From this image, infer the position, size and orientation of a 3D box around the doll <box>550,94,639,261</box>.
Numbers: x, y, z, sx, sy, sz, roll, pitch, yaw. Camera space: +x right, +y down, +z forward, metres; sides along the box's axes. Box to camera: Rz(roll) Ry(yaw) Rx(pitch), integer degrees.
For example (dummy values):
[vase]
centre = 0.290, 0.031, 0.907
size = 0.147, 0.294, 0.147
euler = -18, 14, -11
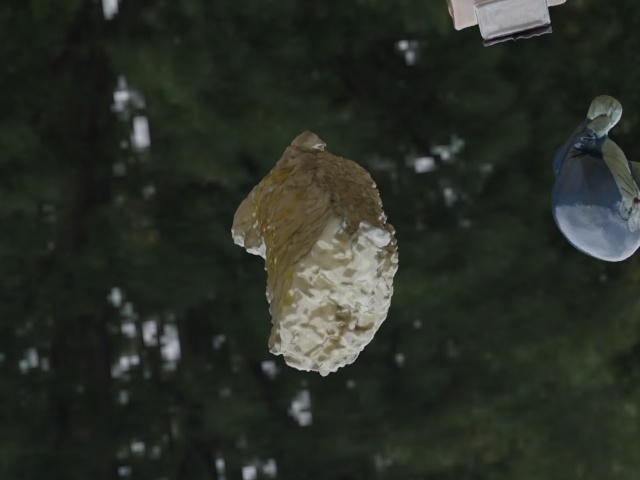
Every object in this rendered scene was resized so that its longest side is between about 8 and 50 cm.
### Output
[doll]
centre = 0.154, -0.025, 0.948
size = 0.050, 0.076, 0.083
euler = -23, -146, 24

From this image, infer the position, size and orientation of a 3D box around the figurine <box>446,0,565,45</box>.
[figurine]
centre = 0.124, -0.270, 1.326
size = 0.162, 0.237, 0.141
euler = -13, -129, 12

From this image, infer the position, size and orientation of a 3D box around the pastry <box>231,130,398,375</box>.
[pastry]
centre = -0.004, 0.005, 1.284
size = 0.089, 0.121, 0.258
euler = 37, -170, -17
